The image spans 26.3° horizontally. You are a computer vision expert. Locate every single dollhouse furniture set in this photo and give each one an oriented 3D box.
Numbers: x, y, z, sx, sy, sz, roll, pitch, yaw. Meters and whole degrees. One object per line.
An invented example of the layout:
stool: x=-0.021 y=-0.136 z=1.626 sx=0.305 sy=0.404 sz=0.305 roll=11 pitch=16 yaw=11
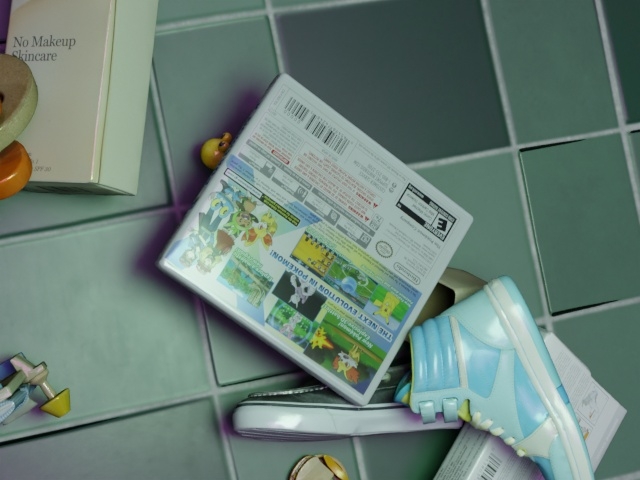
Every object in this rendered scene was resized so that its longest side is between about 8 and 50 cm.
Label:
dollhouse furniture set: x=-0.415 y=0.292 z=1.594 sx=0.303 sy=0.286 sz=0.198 roll=-33 pitch=95 yaw=-5

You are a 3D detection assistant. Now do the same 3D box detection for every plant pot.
plant pot: x=0.180 y=0.092 z=1.872 sx=0.096 sy=0.109 sz=0.109 roll=-10 pitch=115 yaw=-35

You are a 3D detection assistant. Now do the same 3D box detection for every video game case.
video game case: x=0.000 y=0.000 z=1.750 sx=0.329 sy=0.036 sz=0.300 roll=36 pitch=73 yaw=-16

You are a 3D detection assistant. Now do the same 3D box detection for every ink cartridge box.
ink cartridge box: x=0.295 y=0.291 z=1.915 sx=0.239 sy=0.060 sz=0.275 roll=43 pitch=73 yaw=-40

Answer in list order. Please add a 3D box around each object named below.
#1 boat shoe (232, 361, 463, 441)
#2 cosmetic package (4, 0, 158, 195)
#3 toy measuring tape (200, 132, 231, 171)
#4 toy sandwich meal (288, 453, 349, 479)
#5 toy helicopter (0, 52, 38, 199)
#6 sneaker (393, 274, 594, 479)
boat shoe: x=0.036 y=0.204 z=1.836 sx=0.335 sy=0.121 sz=0.119 roll=1 pitch=78 yaw=-27
cosmetic package: x=-0.305 y=-0.216 z=1.724 sx=0.160 sy=0.113 sz=0.309 roll=2 pitch=84 yaw=24
toy measuring tape: x=-0.003 y=-0.066 z=1.830 sx=0.330 sy=0.121 sz=0.121 roll=24 pitch=79 yaw=-13
toy sandwich meal: x=0.001 y=0.325 z=1.847 sx=0.086 sy=0.029 sz=0.085 roll=1 pitch=85 yaw=-16
toy helicopter: x=-0.516 y=-0.162 z=1.661 sx=0.355 sy=0.140 sz=0.235 roll=-8 pitch=52 yaw=6
sneaker: x=0.215 y=0.224 z=1.770 sx=0.208 sy=0.127 sz=0.319 roll=-23 pitch=92 yaw=3
